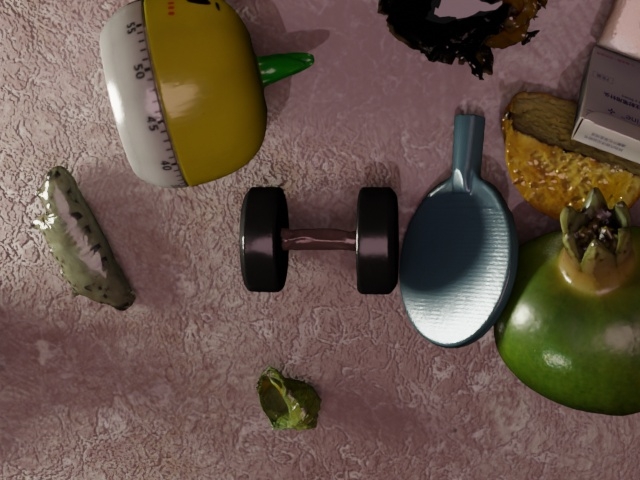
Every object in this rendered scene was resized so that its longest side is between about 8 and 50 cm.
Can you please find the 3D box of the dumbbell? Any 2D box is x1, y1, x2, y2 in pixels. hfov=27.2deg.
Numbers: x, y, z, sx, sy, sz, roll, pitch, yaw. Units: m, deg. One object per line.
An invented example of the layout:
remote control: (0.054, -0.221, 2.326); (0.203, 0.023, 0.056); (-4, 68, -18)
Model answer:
dumbbell: (0.000, 0.000, 1.878); (0.218, 0.152, 0.152); (0, 107, 6)

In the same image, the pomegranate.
pomegranate: (0.379, 0.105, 1.787); (0.310, 0.216, 0.358); (1, 146, 17)

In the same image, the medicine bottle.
medicine bottle: (0.443, -0.164, 1.777); (0.201, 0.171, 0.052); (21, 137, 1)

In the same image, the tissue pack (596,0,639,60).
tissue pack: (0.504, -0.383, 1.753); (0.170, 0.071, 0.325); (19, 107, 1)

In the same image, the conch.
conch: (-0.050, 0.245, 1.998); (0.089, 0.074, 0.121); (-43, 103, 5)

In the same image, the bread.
bread: (0.345, -0.102, 1.811); (0.229, 0.143, 0.139); (22, 122, 5)

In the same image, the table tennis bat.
table tennis bat: (0.194, -0.013, 1.855); (0.044, 0.215, 0.329); (9, 85, -39)

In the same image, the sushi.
sushi: (0.202, -0.344, 1.743); (0.200, 0.213, 0.204); (25, 124, -26)

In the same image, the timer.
timer: (-0.139, -0.213, 1.778); (0.285, 0.285, 0.285); (2, 107, 5)

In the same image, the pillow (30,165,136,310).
pillow: (-0.364, 0.009, 1.969); (0.093, 0.051, 0.241); (-23, 106, 12)
